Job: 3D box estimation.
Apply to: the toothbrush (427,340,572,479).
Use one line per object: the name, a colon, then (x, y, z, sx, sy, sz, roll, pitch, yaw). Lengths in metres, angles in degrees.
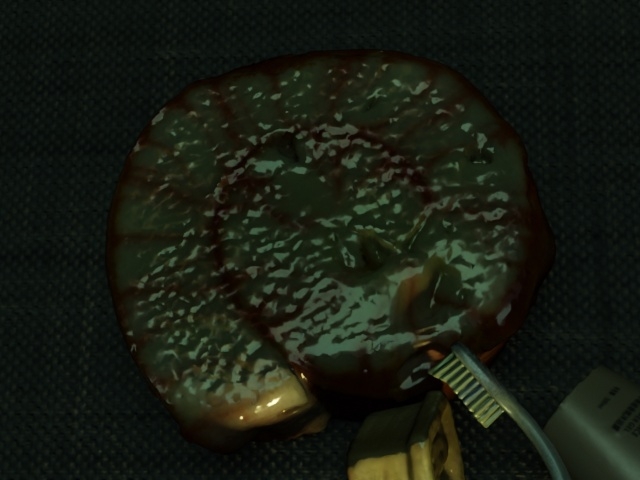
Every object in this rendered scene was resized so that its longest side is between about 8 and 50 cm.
toothbrush: (0.203, 0.221, 0.975, 0.037, 0.028, 0.375, -39, 85, 3)

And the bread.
bread: (0.002, -0.004, 1.090, 0.327, 0.114, 0.295, -16, 66, 0)

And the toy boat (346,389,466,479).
toy boat: (0.070, 0.207, 0.987, 0.061, 0.116, 0.188, -10, 101, 14)

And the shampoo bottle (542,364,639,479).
shampoo bottle: (0.274, 0.192, 0.993, 0.257, 0.078, 0.127, 38, 49, 17)
